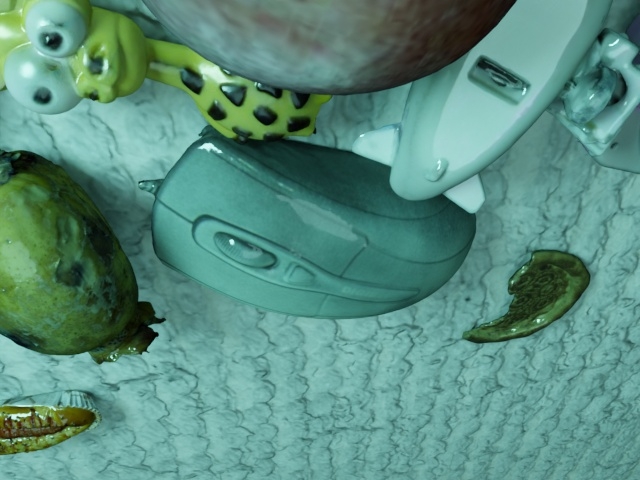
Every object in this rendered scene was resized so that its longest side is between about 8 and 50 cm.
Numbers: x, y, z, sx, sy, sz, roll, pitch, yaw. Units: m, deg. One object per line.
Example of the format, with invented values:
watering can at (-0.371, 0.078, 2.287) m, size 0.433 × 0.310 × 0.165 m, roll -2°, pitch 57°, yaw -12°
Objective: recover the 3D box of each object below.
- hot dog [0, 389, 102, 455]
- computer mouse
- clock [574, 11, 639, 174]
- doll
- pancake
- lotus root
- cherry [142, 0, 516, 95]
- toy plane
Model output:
hot dog at (-0.383, 0.240, 0.892) m, size 0.192 × 0.053 × 0.099 m, roll -7°, pitch 141°, yaw -4°
computer mouse at (0.000, 0.000, 0.694) m, size 0.371 × 0.121 × 0.188 m, roll 12°, pitch 132°, yaw -21°
clock at (0.385, -0.163, 0.637) m, size 0.228 × 0.090 × 0.247 m, roll 7°, pitch 132°, yaw -22°
doll at (-0.125, -0.136, 0.530) m, size 0.291 × 0.086 × 0.117 m, roll 9°, pitch 130°, yaw -23°
pancake at (0.273, 0.078, 0.916) m, size 0.184 × 0.020 × 0.190 m, roll -18°, pitch 138°, yaw 6°
lotus root at (-0.246, 0.035, 0.637) m, size 0.154 × 0.154 × 0.278 m, roll -20°, pitch 138°, yaw 7°
cherry at (0.002, -0.202, 0.370) m, size 0.261 × 0.221 × 0.307 m, roll 6°, pitch 166°, yaw 5°
toy plane at (0.135, -0.140, 0.562) m, size 0.267 × 0.122 × 0.266 m, roll 3°, pitch 122°, yaw 4°
